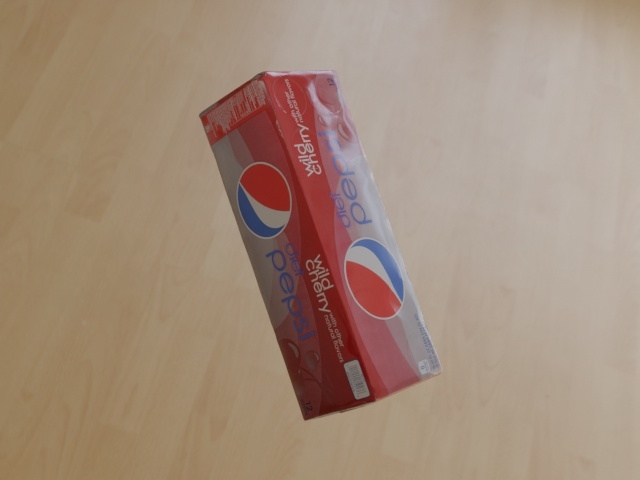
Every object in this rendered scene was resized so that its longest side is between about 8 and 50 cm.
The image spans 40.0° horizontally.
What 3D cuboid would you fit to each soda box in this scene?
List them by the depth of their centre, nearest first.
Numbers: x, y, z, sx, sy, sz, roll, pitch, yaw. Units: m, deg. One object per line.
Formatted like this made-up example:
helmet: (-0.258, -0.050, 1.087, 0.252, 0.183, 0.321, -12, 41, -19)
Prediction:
soda box: (0.000, 0.000, 0.699, 0.092, 0.083, 0.263, -13, 81, -47)
